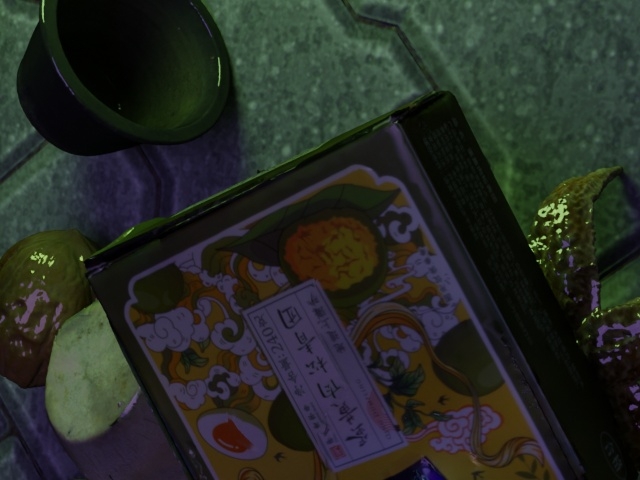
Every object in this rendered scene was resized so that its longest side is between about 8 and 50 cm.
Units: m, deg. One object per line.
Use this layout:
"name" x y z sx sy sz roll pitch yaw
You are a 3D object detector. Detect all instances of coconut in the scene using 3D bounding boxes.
"coconut" -0.163 0.159 1.817 0.227 0.230 0.227 -15 66 35

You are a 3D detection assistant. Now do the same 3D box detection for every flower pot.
"flower pot" -0.234 -0.182 1.853 0.148 0.235 0.235 -31 78 43

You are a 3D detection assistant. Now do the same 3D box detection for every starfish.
"starfish" 0.271 0.126 1.632 0.384 0.132 0.398 9 92 9

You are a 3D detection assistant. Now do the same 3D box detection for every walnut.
"walnut" -0.303 0.071 1.913 0.155 0.155 0.184 30 103 22

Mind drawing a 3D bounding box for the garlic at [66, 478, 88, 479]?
"garlic" -0.251 0.416 1.878 0.322 0.241 0.322 1 101 6

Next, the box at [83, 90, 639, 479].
"box" 0.034 0.120 1.575 0.373 0.138 0.420 -25 96 29

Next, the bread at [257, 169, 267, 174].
"bread" 0.001 -0.001 1.737 0.314 0.192 0.171 -24 81 25
